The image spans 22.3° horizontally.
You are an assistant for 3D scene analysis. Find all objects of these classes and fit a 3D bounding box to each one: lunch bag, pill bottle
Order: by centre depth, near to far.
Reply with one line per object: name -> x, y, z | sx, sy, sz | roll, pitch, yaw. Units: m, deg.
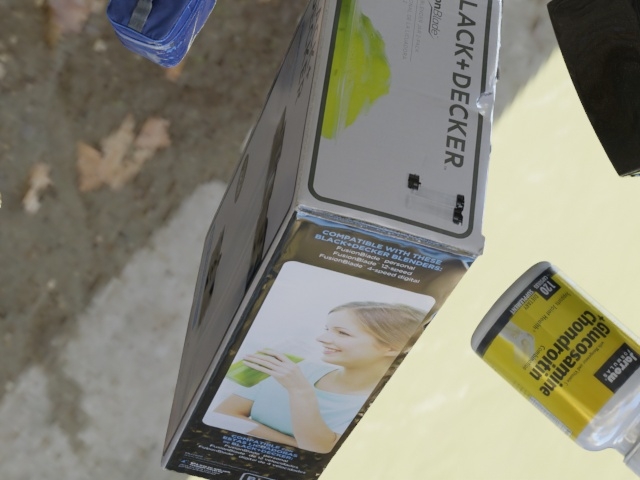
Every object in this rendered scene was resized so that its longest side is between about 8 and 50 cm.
pill bottle -> 0.223, 0.110, 1.361 | 0.103, 0.184, 0.103 | -45, 166, -14
lunch bag -> -0.131, -0.205, 1.369 | 0.098, 0.067, 0.065 | -63, 170, -11

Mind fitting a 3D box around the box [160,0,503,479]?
box -> 0.000, 0.000, 0.843 | 0.290, 0.087, 0.169 | 120, -18, -56

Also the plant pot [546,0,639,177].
plant pot -> 0.316, -0.146, 1.352 | 0.188, 0.187, 0.167 | -5, 85, -14
